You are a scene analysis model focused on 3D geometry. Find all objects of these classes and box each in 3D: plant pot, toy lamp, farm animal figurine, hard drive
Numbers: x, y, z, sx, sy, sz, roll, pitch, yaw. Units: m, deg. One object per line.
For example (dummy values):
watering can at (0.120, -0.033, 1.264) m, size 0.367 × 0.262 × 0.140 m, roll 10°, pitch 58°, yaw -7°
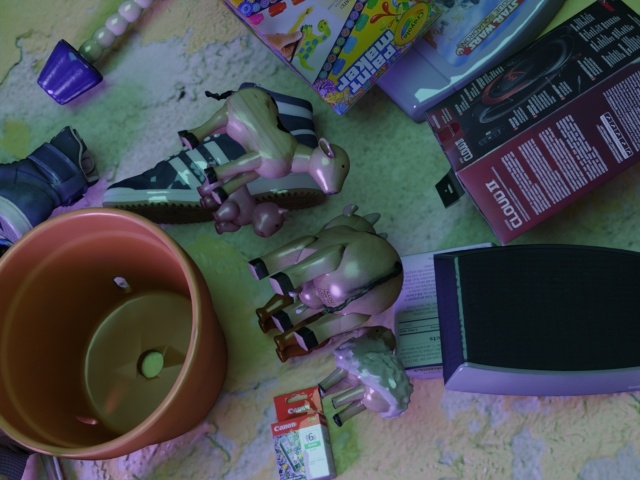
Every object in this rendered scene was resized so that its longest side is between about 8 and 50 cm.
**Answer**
plant pot at (-0.237, 0.129, 1.794) m, size 0.291 × 0.203 × 0.290 m, roll -6°, pitch 71°, yaw 18°
toy lamp at (-0.266, -0.293, 2.004) m, size 0.274 × 0.080 × 0.080 m, roll -48°, pitch 65°, yaw 1°
farm animal figurine at (0.000, 0.000, 1.692) m, size 0.172 × 0.330 × 0.327 m, roll -28°, pitch 32°, yaw -11°
hard drive at (0.256, 0.082, 1.655) m, size 0.255 × 0.054 × 0.172 m, roll 1°, pitch 71°, yaw -11°

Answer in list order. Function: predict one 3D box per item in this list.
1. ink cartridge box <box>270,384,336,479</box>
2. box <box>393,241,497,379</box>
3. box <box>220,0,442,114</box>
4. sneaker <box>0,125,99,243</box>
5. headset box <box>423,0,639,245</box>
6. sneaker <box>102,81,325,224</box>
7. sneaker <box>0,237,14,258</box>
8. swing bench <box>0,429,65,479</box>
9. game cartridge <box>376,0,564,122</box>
ink cartridge box at (-0.023, 0.230, 1.782) m, size 0.063 × 0.029 × 0.115 m, roll -16°, pitch 69°, yaw 15°
box at (0.154, 0.082, 1.734) m, size 0.126 × 0.072 × 0.137 m, roll -10°, pitch 70°, yaw 25°
box at (-0.055, -0.344, 1.788) m, size 0.177 × 0.279 × 0.290 m, roll -45°, pitch 44°, yaw 2°
sneaker at (-0.389, -0.086, 1.985) m, size 0.163 × 0.086 × 0.226 m, roll -44°, pitch 41°, yaw -20°
headset box at (0.253, -0.133, 1.691) m, size 0.293 × 0.110 × 0.218 m, roll -33°, pitch 22°, yaw 7°
sneaker at (-0.134, -0.109, 1.887) m, size 0.282 × 0.099 × 0.153 m, roll -5°, pitch 77°, yaw 11°
sneaker at (-0.384, 0.045, 1.953) m, size 0.135 × 0.058 × 0.052 m, roll 41°, pitch 90°, yaw 25°
swing bench at (-0.383, 0.303, 1.764) m, size 0.165 × 0.253 × 0.254 m, roll -44°, pitch 65°, yaw 3°
game cartridge at (0.175, -0.296, 1.863) m, size 0.297 × 0.062 × 0.198 m, roll -44°, pitch 61°, yaw 2°
